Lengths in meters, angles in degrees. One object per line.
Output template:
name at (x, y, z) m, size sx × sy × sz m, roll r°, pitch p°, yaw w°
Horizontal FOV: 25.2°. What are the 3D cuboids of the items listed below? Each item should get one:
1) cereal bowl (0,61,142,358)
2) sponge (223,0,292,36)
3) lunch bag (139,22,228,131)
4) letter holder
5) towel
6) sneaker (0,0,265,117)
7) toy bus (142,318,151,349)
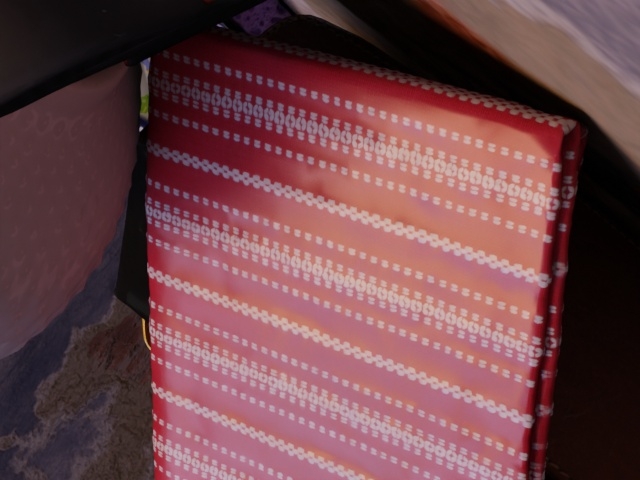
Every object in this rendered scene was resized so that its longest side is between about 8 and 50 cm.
cereal bowl at (-0.164, -0.108, 0.521) m, size 0.339 × 0.141 × 0.339 m, roll -15°, pitch -90°, yaw -69°
sponge at (-0.052, -0.152, 0.942) m, size 0.117 × 0.031 × 0.210 m, roll 39°, pitch -179°, yaw 28°
lunch bag at (-0.126, -0.129, 0.896) m, size 0.151 × 0.096 × 0.129 m, roll 30°, pitch 180°, yaw 6°
letter holder at (0.083, 0.020, 0.715) m, size 0.302 × 0.214 × 0.152 m, roll 40°, pitch 150°, yaw 12°
towel at (0.008, 0.054, 0.599) m, size 0.199 × 0.275 × 0.031 m, roll 18°, pitch -150°, yaw 29°
sneaker at (-0.073, -0.128, 0.438) m, size 0.145 × 0.090 × 0.270 m, roll 64°, pitch -163°, yaw -8°
toy bus at (0.000, 0.000, 0.955) m, size 0.220 × 0.149 × 0.211 m, roll 2°, pitch -170°, yaw 0°
